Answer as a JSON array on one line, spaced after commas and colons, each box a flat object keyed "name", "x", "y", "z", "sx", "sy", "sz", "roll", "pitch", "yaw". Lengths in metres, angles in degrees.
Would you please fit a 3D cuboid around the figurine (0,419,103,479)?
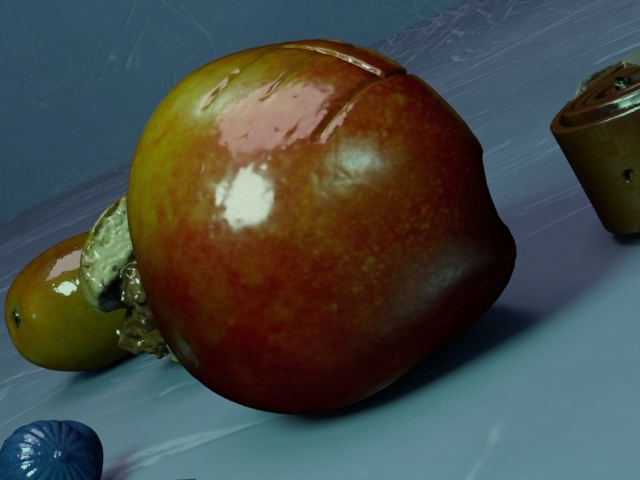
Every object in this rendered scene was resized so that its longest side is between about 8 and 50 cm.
[{"name": "figurine", "x": -0.229, "y": 0.180, "z": 1.144, "sx": 0.149, "sy": 0.087, "sz": 0.086, "roll": -23, "pitch": 50, "yaw": 27}]

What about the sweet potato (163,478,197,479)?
[{"name": "sweet potato", "x": -0.170, "y": 0.220, "z": 0.886, "sx": 0.265, "sy": 0.057, "sz": 0.057, "roll": -36, "pitch": 14, "yaw": -25}]

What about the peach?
[{"name": "peach", "x": 0.000, "y": 0.000, "z": 1.040, "sx": 0.275, "sy": 0.249, "sz": 0.245, "roll": 8, "pitch": 71, "yaw": 50}]

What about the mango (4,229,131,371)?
[{"name": "mango", "x": -0.200, "y": 0.047, "z": 1.486, "sx": 0.221, "sy": 0.120, "sz": 0.151, "roll": -26, "pitch": -17, "yaw": -4}]

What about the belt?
[{"name": "belt", "x": 0.294, "y": -0.105, "z": 1.063, "sx": 0.261, "sy": 0.105, "sz": 0.184, "roll": -28, "pitch": 10, "yaw": 8}]

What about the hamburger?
[{"name": "hamburger", "x": -0.084, "y": 0.004, "z": 1.364, "sx": 0.245, "sy": 0.155, "sz": 0.282, "roll": -45, "pitch": -11, "yaw": 15}]
